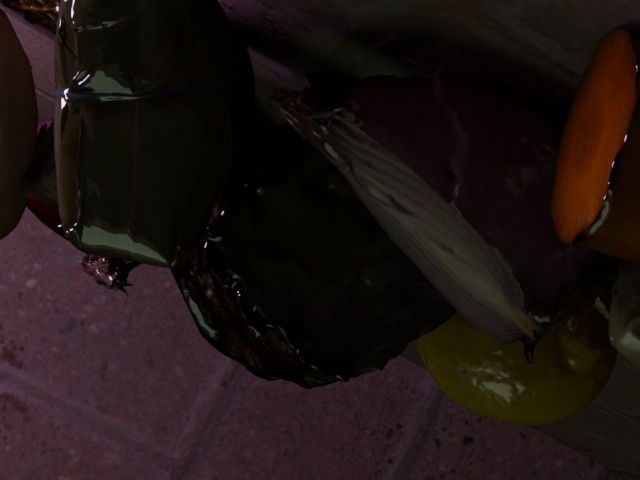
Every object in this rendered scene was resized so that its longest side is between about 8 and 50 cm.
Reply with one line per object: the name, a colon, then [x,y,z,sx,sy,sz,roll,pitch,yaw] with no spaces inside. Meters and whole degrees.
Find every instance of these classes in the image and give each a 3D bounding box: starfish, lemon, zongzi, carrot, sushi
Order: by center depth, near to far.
carrot: [0.292,-0.041,1.089,0.225,0.159,0.159,18,172,-4]
zongzi: [-0.154,-0.219,1.453,0.174,0.393,0.356,1,-155,6]
starfish: [0.249,0.009,1.560,0.231,0.048,0.295,42,-153,13]
sushi: [0.002,0.001,1.653,0.281,0.299,0.294,43,166,-7]
lemon: [0.238,0.111,1.842,0.233,0.233,0.288,33,167,-34]

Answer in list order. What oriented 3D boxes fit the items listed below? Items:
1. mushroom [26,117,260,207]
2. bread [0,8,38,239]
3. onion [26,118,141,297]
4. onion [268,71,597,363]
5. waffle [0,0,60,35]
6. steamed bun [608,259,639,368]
mushroom: [-0.191,-0.097,1.921,0.314,0.224,0.397,32,170,-16]
bread: [-0.507,-0.174,1.907,0.253,0.348,0.376,-10,-154,-23]
onion: [-0.310,-0.058,2.319,0.348,0.285,0.347,9,172,1]
onion: [0.122,-0.074,1.366,0.349,0.159,0.267,44,166,14]
waffle: [-0.319,-0.286,1.755,0.232,0.051,0.228,27,172,7]
steamed bun: [0.387,0.067,1.476,0.155,0.140,0.172,1,159,41]
